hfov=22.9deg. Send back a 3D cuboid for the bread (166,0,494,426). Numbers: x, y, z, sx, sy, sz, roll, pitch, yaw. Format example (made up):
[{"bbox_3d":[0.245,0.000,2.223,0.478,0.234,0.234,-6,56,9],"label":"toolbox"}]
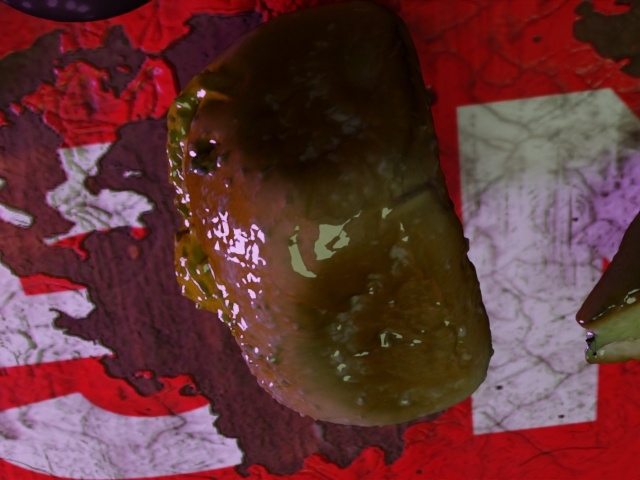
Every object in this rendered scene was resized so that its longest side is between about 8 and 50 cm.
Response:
[{"bbox_3d":[0.000,0.000,0.977,0.176,0.195,0.246,-15,136,3],"label":"bread"}]

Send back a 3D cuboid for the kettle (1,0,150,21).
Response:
[{"bbox_3d":[-0.127,-0.189,0.726,0.144,0.232,0.202,-45,103,-2],"label":"kettle"}]

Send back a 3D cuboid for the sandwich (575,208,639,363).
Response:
[{"bbox_3d":[0.282,0.002,1.061,0.236,0.128,0.122,-13,140,9],"label":"sandwich"}]
